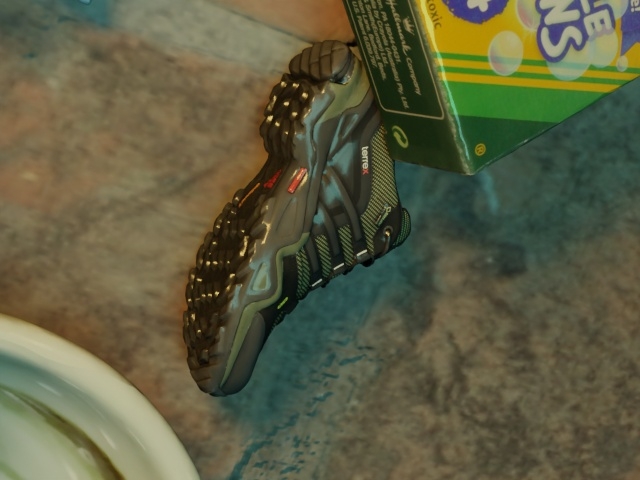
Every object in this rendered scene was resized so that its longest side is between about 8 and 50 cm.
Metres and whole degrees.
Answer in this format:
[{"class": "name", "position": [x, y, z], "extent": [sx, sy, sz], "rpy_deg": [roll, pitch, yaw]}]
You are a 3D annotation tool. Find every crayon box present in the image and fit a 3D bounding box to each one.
[{"class": "crayon box", "position": [0.158, -0.201, 0.855], "extent": [0.323, 0.083, 0.203], "rpy_deg": [-30, 114, -25]}]

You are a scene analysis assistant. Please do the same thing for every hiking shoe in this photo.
[{"class": "hiking shoe", "position": [0.000, 0.000, 0.880], "extent": [0.114, 0.086, 0.227], "rpy_deg": [23, 95, -26]}]

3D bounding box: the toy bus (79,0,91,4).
[{"class": "toy bus", "position": [-0.145, -0.226, 0.729], "extent": [0.191, 0.104, 0.202], "rpy_deg": [8, 103, -27]}]

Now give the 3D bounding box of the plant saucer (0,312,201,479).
[{"class": "plant saucer", "position": [-0.258, 0.212, 0.823], "extent": [0.400, 0.100, 0.401], "rpy_deg": [-8, 109, -23]}]
